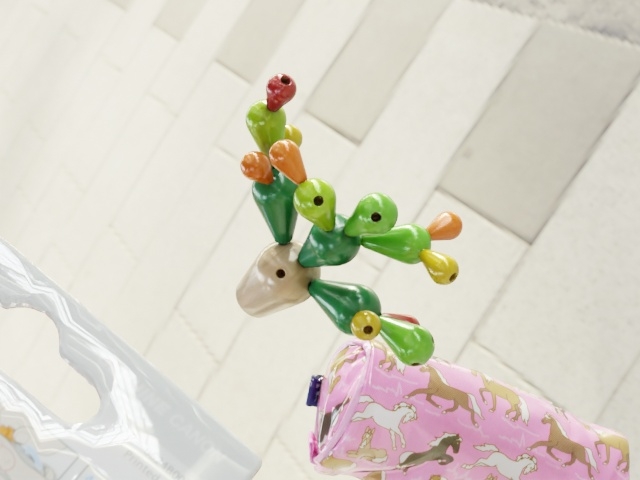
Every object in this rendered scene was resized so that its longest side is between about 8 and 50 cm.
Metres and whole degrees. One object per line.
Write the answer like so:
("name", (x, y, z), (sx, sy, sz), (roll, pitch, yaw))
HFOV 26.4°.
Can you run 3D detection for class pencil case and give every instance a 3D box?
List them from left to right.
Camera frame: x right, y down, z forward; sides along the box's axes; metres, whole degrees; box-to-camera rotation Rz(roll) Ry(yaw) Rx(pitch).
("pencil case", (0.174, 0.243, 1.578), (0.167, 0.386, 0.160), (-40, 33, 57))

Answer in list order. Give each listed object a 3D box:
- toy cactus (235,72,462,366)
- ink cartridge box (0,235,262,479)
("toy cactus", (0.000, 0.000, 0.978), (0.112, 0.219, 0.180), (-44, 5, -41))
("ink cartridge box", (-0.269, 0.176, 0.743), (0.385, 0.308, 0.091), (-50, -2, -23))
